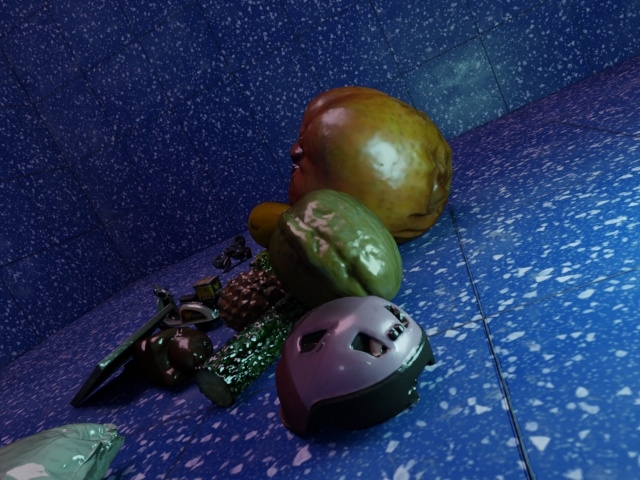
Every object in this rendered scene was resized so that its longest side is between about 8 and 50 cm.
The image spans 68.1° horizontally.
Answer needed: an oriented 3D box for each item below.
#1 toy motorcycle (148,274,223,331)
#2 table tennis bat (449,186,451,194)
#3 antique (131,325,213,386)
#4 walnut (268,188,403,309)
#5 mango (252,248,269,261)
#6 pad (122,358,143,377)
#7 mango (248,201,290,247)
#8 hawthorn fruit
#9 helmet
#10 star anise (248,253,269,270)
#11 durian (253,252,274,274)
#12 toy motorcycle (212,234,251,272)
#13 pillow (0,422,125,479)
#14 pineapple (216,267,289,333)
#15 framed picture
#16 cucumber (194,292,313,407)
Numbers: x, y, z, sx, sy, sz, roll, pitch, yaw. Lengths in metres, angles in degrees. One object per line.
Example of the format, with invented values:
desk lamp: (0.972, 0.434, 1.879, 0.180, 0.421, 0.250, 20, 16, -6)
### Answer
toy motorcycle: (-0.397, 0.193, 1.388, 0.263, 0.157, 0.091, -11, 15, 21)
table tennis bat: (0.292, -0.157, 1.658, 0.329, 0.044, 0.215, -8, 43, 32)
antique: (-0.332, 0.257, 1.091, 0.143, 0.121, 0.257, -22, 0, -34)
walnut: (0.033, 0.034, 0.933, 0.227, 0.283, 0.283, -50, 9, 6)
mango: (-0.210, 0.081, 1.755, 0.091, 0.074, 0.165, -21, 10, 23)
pad: (-0.444, 0.317, 1.309, 0.174, 0.022, 0.233, -34, 13, -34)
mango: (-0.130, -0.056, 1.774, 0.365, 0.252, 0.182, -15, 58, 63)
hawthorn fruit: (0.136, -0.193, 1.285, 0.471, 0.472, 0.472, -25, 11, 5)
helmet: (0.026, 0.156, 0.650, 0.253, 0.154, 0.198, -8, 21, 45)
star anise: (-0.117, 0.063, 1.558, 0.236, 0.093, 0.229, -16, 15, 4)
durian: (-0.090, 0.079, 1.373, 0.220, 0.096, 0.137, 3, -25, -26)
toy motorcycle: (-0.406, 0.072, 2.214, 0.213, 0.122, 0.082, -50, -1, -36)
pillow: (-0.475, 0.399, 0.669, 0.309, 0.138, 0.283, -21, 12, 8)
pineapple: (-0.142, 0.137, 1.083, 0.166, 0.166, 0.193, -34, 3, -39)
framed picture: (-0.515, 0.299, 1.225, 0.324, 0.020, 0.240, -43, 2, 43)
cucumber: (-0.091, 0.180, 0.945, 0.096, 0.096, 0.359, -17, 15, 41)
